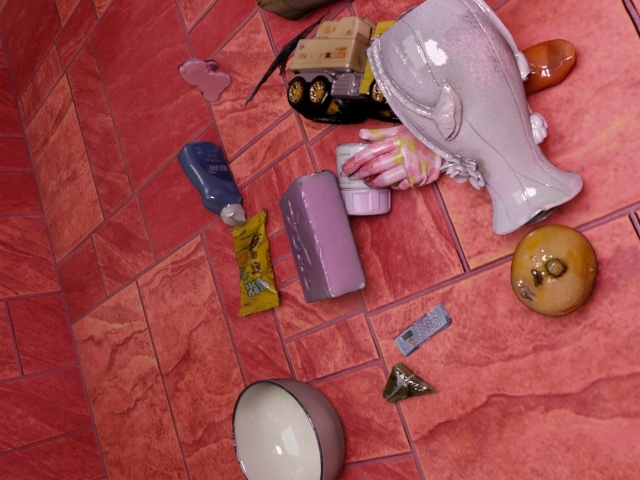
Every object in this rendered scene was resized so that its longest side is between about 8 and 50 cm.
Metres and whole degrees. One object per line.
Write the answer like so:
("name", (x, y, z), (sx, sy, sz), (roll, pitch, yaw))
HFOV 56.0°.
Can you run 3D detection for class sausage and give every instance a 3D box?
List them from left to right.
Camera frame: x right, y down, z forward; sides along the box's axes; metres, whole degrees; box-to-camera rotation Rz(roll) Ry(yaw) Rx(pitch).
("sausage", (0.411, -0.331, 1.170), (0.179, 0.089, 0.089), (-13, 85, 40))

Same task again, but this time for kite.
("kite", (-0.086, -0.463, 1.531), (0.011, 0.314, 0.335), (43, 92, -6))

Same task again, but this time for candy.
("candy", (-0.194, 0.070, 1.779), (0.187, 0.081, 0.297), (-24, 64, 41))

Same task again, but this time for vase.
("vase", (0.291, -0.230, 1.111), (0.250, 0.250, 0.445), (-30, 97, 41))

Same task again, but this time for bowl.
("bowl", (-0.060, 0.528, 1.621), (0.354, 0.185, 0.354), (5, 97, 43))

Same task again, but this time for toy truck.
("toy truck", (0.101, -0.392, 1.390), (0.405, 0.181, 0.254), (14, 96, 45))

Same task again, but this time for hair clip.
("hair clip", (-0.355, -0.497, 1.835), (0.123, 0.138, 0.102), (-33, 77, 33))

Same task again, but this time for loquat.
("loquat", (0.429, 0.055, 1.113), (0.149, 0.204, 0.172), (14, 92, 23))

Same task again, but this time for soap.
("soap", (0.000, 0.000, 1.481), (0.285, 0.107, 0.296), (143, 111, -73))

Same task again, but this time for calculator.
("calculator", (0.240, 0.214, 1.424), (0.172, 0.018, 0.057), (-47, 62, 37))

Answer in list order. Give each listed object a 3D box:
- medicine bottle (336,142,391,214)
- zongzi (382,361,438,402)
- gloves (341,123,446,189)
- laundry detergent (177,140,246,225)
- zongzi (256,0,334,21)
("medicine bottle", (0.104, -0.148, 1.437), (0.135, 0.135, 0.168), (7, 102, 43))
("zongzi", (0.211, 0.367, 1.445), (0.119, 0.055, 0.109), (33, 118, 24))
("gloves", (0.169, -0.180, 1.311), (0.126, 0.241, 0.145), (-138, 34, -69))
("laundry detergent", (-0.316, -0.168, 1.830), (0.094, 0.143, 0.290), (-44, 68, 33))
("zongzi", (0.041, -0.795, 1.373), (0.500, 0.218, 0.467), (1, 95, 43))
